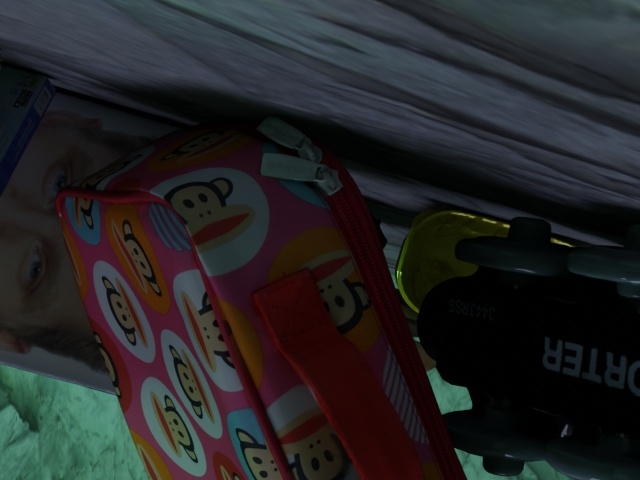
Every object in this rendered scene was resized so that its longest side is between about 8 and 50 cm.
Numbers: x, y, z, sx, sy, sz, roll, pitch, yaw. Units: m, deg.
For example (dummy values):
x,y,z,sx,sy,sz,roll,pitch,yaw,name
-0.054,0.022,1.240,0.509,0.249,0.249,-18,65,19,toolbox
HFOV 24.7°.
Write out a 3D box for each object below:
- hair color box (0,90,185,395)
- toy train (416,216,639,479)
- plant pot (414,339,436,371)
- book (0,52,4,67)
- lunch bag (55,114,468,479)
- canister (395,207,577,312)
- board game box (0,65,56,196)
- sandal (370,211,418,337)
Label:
x,y,z,sx,sy,sz,roll,pitch,yaw,name
-0.234,-0.023,0.920,0.347,0.173,0.105,16,177,-7,hair color box
0.198,0.065,0.738,0.190,0.142,0.334,3,-176,-34,toy train
-0.008,0.072,1.221,0.236,0.032,0.236,18,178,0,plant pot
-0.228,-0.103,0.702,0.096,0.035,0.144,20,179,12,book
-0.021,0.083,0.771,0.120,0.293,0.258,-27,-166,-21,lunch bag
0.114,0.026,1.013,0.126,0.073,0.170,16,180,1,canister
-0.210,-0.063,0.833,0.090,0.090,0.020,16,157,19,board game box
0.000,0.000,1.106,0.120,0.086,0.303,18,169,45,sandal
